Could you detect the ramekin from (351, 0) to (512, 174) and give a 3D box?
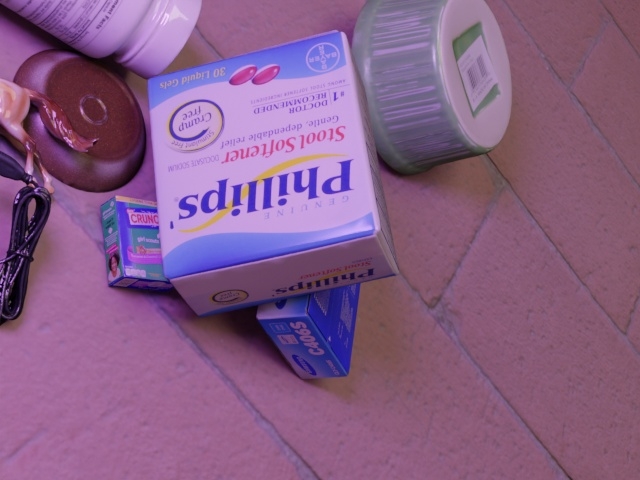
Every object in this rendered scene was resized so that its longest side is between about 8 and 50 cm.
[{"bbox_3d":[0.190,-0.264,1.865,0.303,0.148,0.303,15,72,-55],"label":"ramekin"}]

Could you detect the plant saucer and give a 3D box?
[{"bbox_3d":[-0.293,-0.159,1.459,0.199,0.036,0.198,23,55,-38],"label":"plant saucer"}]

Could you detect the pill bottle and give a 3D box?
[{"bbox_3d":[-0.300,-0.328,1.436,0.283,0.160,0.160,31,50,-29],"label":"pill bottle"}]

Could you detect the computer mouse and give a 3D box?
[{"bbox_3d":[-0.399,-0.028,1.216,0.262,0.060,0.184,26,76,-36],"label":"computer mouse"}]

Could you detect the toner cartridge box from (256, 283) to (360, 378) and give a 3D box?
[{"bbox_3d":[0.000,0.000,1.603,0.165,0.075,0.347,58,33,-48],"label":"toner cartridge box"}]

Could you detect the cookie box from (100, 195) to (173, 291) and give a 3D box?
[{"bbox_3d":[-0.223,0.005,1.442,0.092,0.040,0.107,8,64,-43],"label":"cookie box"}]

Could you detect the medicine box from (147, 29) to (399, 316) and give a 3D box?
[{"bbox_3d":[-0.061,-0.080,1.447,0.149,0.264,0.289,62,17,-63],"label":"medicine box"}]

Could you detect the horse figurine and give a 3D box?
[{"bbox_3d":[-0.390,-0.127,1.319,0.263,0.066,0.174,-13,83,-42],"label":"horse figurine"}]
